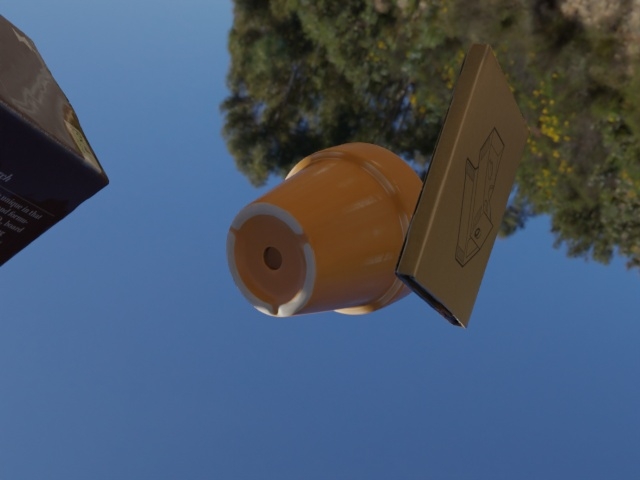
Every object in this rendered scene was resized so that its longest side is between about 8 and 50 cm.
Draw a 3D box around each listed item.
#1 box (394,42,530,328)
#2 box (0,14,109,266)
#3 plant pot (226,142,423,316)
[{"bbox_3d":[0.128,-0.039,0.729,0.021,0.201,0.164,12,167,29],"label":"box"},{"bbox_3d":[-0.300,-0.069,0.601,0.168,0.203,0.167,55,-175,27],"label":"box"},{"bbox_3d":[0.000,0.000,0.979,0.205,0.205,0.188,32,-151,27],"label":"plant pot"}]
